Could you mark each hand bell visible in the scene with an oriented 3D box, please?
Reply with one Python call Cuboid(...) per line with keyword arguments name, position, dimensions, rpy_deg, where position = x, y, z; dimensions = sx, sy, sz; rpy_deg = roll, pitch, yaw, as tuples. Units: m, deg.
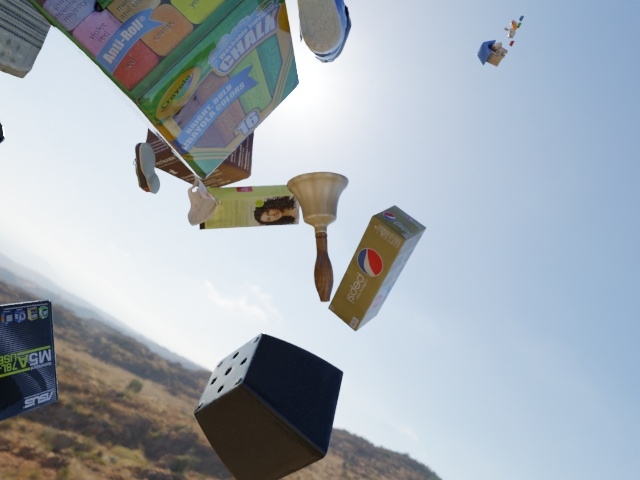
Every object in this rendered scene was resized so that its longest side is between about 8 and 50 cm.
Cuboid(name="hand bell", position=(0.000, 0.000, 1.075), dimensions=(0.126, 0.242, 0.126), rpy_deg=(-3, -14, -1))

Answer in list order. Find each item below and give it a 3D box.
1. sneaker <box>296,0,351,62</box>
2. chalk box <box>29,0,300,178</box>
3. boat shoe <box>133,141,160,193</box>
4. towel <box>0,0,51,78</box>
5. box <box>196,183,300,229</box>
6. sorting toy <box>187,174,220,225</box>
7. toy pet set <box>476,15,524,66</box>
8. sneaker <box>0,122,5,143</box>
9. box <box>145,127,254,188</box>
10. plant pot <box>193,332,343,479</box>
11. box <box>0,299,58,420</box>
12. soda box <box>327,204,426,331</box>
Cuboid(name="sneaker", position=(-0.002, -0.263, 0.573), dimensions=(0.084, 0.058, 0.152), rpy_deg=(-39, 121, -85))
Cuboid(name="chalk box", position=(-0.151, -0.219, 0.552), dimensions=(0.179, 0.180, 0.289), rpy_deg=(44, -5, 9))
Cuboid(name="boat shoe", position=(-0.380, -0.157, 1.180), dimensions=(0.043, 0.049, 0.137), rpy_deg=(21, -38, 14))
Cuboid(name="towel", position=(-0.372, -0.353, 0.567), dimensions=(0.056, 0.312, 0.324), rpy_deg=(29, 4, 14))
Cuboid(name="box", position=(-0.164, -0.078, 1.257), dimensions=(0.058, 0.232, 0.087), rpy_deg=(-111, -159, -53))
Cuboid(name="sorting toy", position=(-0.228, -0.083, 1.033), dimensions=(0.075, 0.045, 0.083), rpy_deg=(59, -42, 22))
Cuboid(name="toy pet set", position=(0.463, -0.521, 1.433), dimensions=(0.065, 0.122, 0.114), rpy_deg=(26, -30, 3))
Cuboid(name="sneaker", position=(-0.508, -0.125, 0.766), dimensions=(0.293, 0.146, 0.102), rpy_deg=(148, -77, -78))
Cuboid(name="box", position=(-0.290, -0.244, 1.339), dimensions=(0.169, 0.167, 0.203), rpy_deg=(-11, -23, 35))
Cuboid(name="plant pot", position=(-0.094, 0.270, 0.920), dimensions=(0.188, 0.187, 0.167), rpy_deg=(-36, -72, 28))
Cuboid(name="box", position=(-0.520, 0.197, 0.896), dimensions=(0.045, 0.184, 0.191), rpy_deg=(-7, -4, 19))
Cuboid(name="soda box", position=(0.077, 0.041, 0.777), dimensions=(0.058, 0.061, 0.181), rpy_deg=(39, -52, 21))
